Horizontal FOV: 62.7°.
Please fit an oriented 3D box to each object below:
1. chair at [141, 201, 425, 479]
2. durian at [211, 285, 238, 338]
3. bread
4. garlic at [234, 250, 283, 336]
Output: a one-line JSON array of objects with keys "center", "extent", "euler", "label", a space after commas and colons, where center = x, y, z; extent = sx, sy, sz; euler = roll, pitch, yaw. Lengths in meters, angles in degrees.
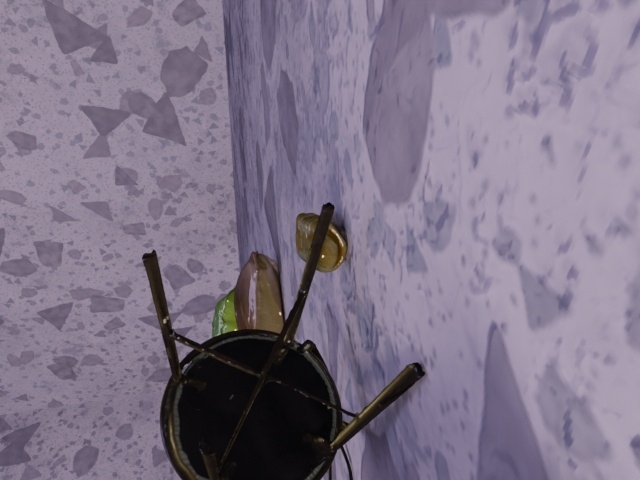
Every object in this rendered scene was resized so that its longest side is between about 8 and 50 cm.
[{"center": [-0.042, 0.135, 0.427], "extent": [0.160, 0.170, 0.325], "euler": [62, 154, 29], "label": "chair"}, {"center": [-0.154, 0.210, 1.074], "extent": [0.101, 0.139, 0.250], "euler": [-114, 22, -74], "label": "durian"}, {"center": [0.000, 0.000, 0.464], "extent": [0.088, 0.034, 0.049], "euler": [-161, 61, -75], "label": "bread"}, {"center": [-0.110, 0.116, 0.963], "extent": [0.101, 0.087, 0.195], "euler": [178, 90, -65], "label": "garlic"}]
